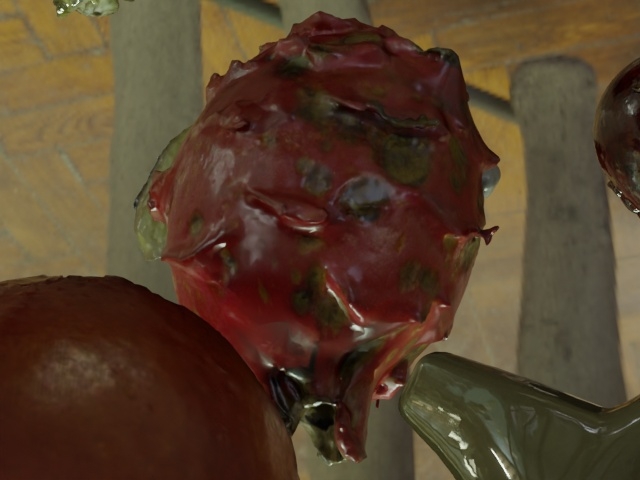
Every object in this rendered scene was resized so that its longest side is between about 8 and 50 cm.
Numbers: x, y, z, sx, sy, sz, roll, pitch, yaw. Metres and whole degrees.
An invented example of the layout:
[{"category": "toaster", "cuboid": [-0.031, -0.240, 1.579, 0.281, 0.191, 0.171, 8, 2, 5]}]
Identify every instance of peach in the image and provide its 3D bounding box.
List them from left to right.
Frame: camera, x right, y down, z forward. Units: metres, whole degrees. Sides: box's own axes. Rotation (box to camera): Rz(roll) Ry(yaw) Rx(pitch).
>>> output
[{"category": "peach", "cuboid": [-0.144, 0.140, 0.561, 0.281, 0.281, 0.238, -10, 146, 13]}]

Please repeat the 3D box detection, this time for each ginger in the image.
[{"category": "ginger", "cuboid": [-0.109, -0.043, 1.225, 0.115, 0.193, 0.123, 33, 162, 25]}]

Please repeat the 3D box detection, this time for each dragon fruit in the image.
[{"category": "dragon fruit", "cuboid": [0.000, 0.000, 0.730, 0.210, 0.268, 0.205, 1, 160, 5]}]

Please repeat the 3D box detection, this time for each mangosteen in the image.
[{"category": "mangosteen", "cuboid": [0.417, -0.128, 1.298, 0.215, 0.215, 0.257, 33, 110, -34]}]

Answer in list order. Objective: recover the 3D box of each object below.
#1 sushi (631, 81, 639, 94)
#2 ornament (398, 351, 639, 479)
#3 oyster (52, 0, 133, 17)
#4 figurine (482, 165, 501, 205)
[{"category": "sushi", "cuboid": [0.333, -0.275, 1.016, 0.166, 0.296, 0.179, -10, -169, -40]}, {"category": "ornament", "cuboid": [0.023, 0.161, 0.381, 0.244, 0.230, 0.061, -22, 168, 20]}, {"category": "oyster", "cuboid": [-0.096, -0.310, 1.126, 0.107, 0.354, 0.201, 60, 153, -7]}, {"category": "figurine", "cuboid": [0.095, -0.064, 1.962, 0.365, 0.206, 0.218, 15, 159, -35]}]
